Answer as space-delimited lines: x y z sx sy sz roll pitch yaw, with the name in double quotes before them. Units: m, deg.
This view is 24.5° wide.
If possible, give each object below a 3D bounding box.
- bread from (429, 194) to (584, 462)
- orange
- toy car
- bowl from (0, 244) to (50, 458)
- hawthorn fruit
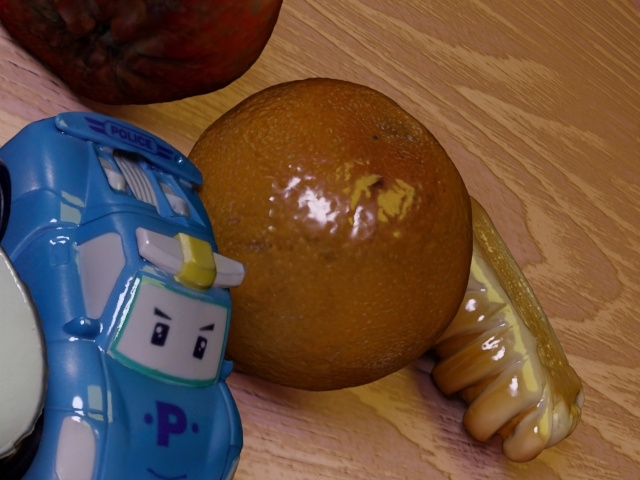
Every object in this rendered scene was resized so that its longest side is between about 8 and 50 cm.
"bread" 0.158 0.080 1.528 0.311 0.121 0.173 62 23 9
"orange" 0.000 0.000 1.208 0.264 0.264 0.264 41 31 -31
"toy car" -0.134 0.057 1.011 0.198 0.166 0.314 23 43 -44
"bowl" -0.269 0.055 0.832 0.211 0.112 0.211 40 32 -32
"hawthorn fruit" -0.141 -0.265 1.230 0.254 0.254 0.300 38 47 -34
